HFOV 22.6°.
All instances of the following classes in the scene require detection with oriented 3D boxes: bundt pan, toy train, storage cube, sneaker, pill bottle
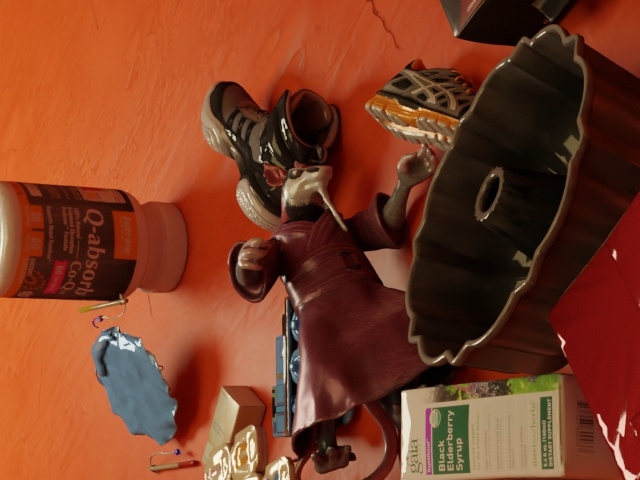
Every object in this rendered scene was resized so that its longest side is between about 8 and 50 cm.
[{"bbox_3d":[0.205,-0.022,1.461,0.331,0.124,0.331,-57,21,35],"label":"bundt pan"},{"bbox_3d":[-0.013,0.152,1.902,0.105,0.080,0.184,-17,73,63],"label":"toy train"},{"bbox_3d":[0.325,0.078,1.248,0.184,0.215,0.193,-61,34,36],"label":"storage cube"},{"bbox_3d":[0.138,-0.140,1.689,0.215,0.084,0.083,26,75,44],"label":"sneaker"},{"bbox_3d":[-0.338,0.004,2.244,0.162,0.278,0.162,-8,81,58],"label":"pill bottle"},{"bbox_3d":[-0.056,-0.142,1.986,0.153,0.101,0.268,-54,41,28],"label":"sneaker"}]

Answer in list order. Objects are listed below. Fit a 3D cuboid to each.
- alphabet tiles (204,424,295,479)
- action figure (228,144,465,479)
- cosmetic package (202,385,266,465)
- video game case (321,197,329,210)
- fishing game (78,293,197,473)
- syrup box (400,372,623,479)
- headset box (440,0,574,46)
[{"bbox_3d":[-0.087,0.358,1.792,0.278,0.021,0.284,-40,49,51],"label":"alphabet tiles"},{"bbox_3d":[0.031,0.061,1.787,0.276,0.248,0.370,91,161,-54],"label":"action figure"},{"bbox_3d":[-0.113,0.251,2.084,0.060,0.041,0.115,39,120,53],"label":"cosmetic package"},{"bbox_3d":[0.000,0.000,1.955,0.087,0.011,0.122,-62,39,34],"label":"video game case"},{"bbox_3d":[-0.255,0.203,2.258,0.189,0.041,0.264,-20,96,54],"label":"fishing game"},{"bbox_3d":[0.181,0.184,1.529,0.237,0.096,0.093,-14,72,53],"label":"syrup box"},{"bbox_3d":[0.191,-0.349,1.588,0.218,0.110,0.293,-53,45,42],"label":"headset box"}]
